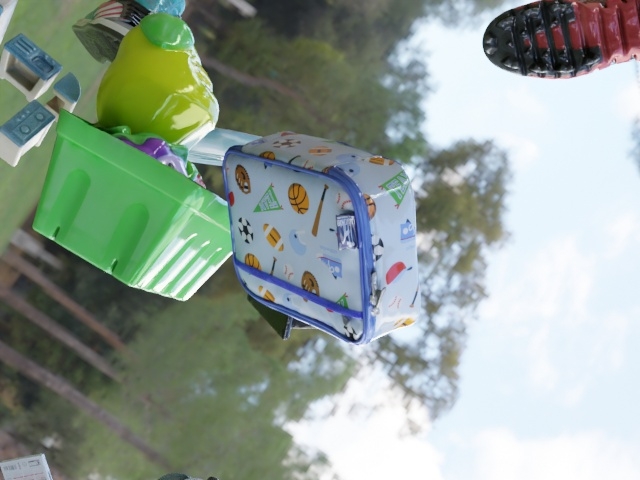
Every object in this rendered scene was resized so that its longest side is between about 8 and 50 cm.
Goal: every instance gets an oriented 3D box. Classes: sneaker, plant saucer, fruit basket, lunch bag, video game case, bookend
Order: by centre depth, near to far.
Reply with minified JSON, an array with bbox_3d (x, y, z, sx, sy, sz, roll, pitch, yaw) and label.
[{"bbox_3d":[0.327,-0.254,1.458,0.276,0.097,0.135,-10,-170,-3],"label":"sneaker"},{"bbox_3d":[0.000,0.000,1.498,0.115,0.243,0.303,-18,-154,-34],"label":"lunch bag"},{"bbox_3d":[-0.223,-0.125,1.720,0.392,0.283,0.392,-57,169,-18],"label":"fruit basket"},{"bbox_3d":[-0.015,0.095,1.936,0.156,0.157,0.072,40,-57,56],"label":"bookend"},{"bbox_3d":[-0.494,0.429,2.049,0.087,0.122,0.011,-13,-171,19],"label":"video game case"},{"bbox_3d":[-0.306,-0.378,2.058,0.178,0.123,0.295,-41,-151,-12],"label":"sneaker"},{"bbox_3d":[-0.216,-0.164,2.066,0.317,0.318,0.043,-179,-82,-79],"label":"plant saucer"}]

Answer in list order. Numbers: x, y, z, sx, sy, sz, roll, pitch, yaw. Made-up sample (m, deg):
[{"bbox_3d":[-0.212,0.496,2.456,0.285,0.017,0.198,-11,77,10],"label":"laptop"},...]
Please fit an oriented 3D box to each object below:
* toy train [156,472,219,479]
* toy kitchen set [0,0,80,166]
[{"bbox_3d":[-0.223,0.370,1.427,0.190,0.142,0.334,-44,180,-32],"label":"toy train"},{"bbox_3d":[-0.456,-0.240,1.710,0.166,0.207,0.122,-52,-179,-44],"label":"toy kitchen set"}]
